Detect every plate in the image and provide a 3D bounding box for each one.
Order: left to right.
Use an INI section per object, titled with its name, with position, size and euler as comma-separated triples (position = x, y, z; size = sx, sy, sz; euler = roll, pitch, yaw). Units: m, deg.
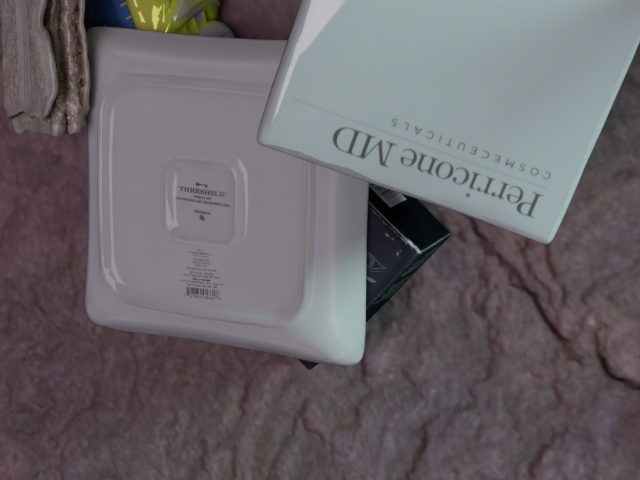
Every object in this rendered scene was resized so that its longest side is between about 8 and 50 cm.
[plate]
position = -0.093, -0.036, 1.165
size = 0.277, 0.045, 0.278
euler = 7, 105, 22

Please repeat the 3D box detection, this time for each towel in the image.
[towel]
position = -0.254, -0.234, 1.219
size = 0.187, 0.049, 0.282
euler = -168, 76, -64

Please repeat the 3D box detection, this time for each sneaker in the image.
[sneaker]
position = -0.150, -0.193, 1.244
size = 0.126, 0.091, 0.240
euler = -2, 103, 42

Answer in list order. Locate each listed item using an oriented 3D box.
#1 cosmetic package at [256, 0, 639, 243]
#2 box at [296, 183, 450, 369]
[cosmetic package]
position = 0.135, -0.254, 0.942
size = 0.230, 0.161, 0.453
euler = 19, 111, -2
[box]
position = 0.000, 0.000, 1.208
size = 0.156, 0.093, 0.158
euler = 46, 114, 8
